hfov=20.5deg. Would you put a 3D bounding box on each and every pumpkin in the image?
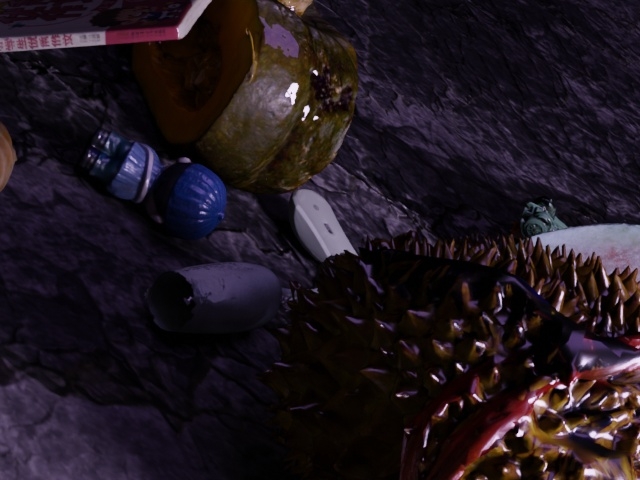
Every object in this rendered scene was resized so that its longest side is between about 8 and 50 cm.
[{"bbox_3d":[-0.071,-0.201,1.764,0.139,0.222,0.317,21,27,-31],"label":"pumpkin"}]

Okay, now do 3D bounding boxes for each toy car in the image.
[{"bbox_3d":[0.291,0.011,2.084,0.143,0.054,0.073,39,25,-6],"label":"toy car"}]

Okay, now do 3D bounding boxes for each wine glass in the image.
[{"bbox_3d":[-0.052,0.047,1.531,0.074,0.074,0.262,48,27,25],"label":"wine glass"}]

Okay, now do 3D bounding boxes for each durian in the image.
[{"bbox_3d":[0.142,0.151,1.313,0.347,0.347,0.384,9,44,-47],"label":"durian"}]

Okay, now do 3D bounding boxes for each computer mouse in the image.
[{"bbox_3d":[0.000,0.000,1.731,0.056,0.032,0.110,2,51,-51],"label":"computer mouse"}]

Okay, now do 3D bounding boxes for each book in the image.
[{"bbox_3d":[-0.224,-0.208,1.641,0.231,0.022,0.162,-2,22,11],"label":"book"}]

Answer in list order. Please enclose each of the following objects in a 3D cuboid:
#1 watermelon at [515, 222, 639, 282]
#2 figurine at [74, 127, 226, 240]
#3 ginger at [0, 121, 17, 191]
[{"bbox_3d":[0.343,0.106,1.819,0.320,0.289,0.214,43,51,-18],"label":"watermelon"},{"bbox_3d":[-0.146,-0.055,1.580,0.136,0.079,0.077,33,65,-19],"label":"figurine"},{"bbox_3d":[-0.335,-0.044,1.184,0.256,0.176,0.375,25,21,11],"label":"ginger"}]
